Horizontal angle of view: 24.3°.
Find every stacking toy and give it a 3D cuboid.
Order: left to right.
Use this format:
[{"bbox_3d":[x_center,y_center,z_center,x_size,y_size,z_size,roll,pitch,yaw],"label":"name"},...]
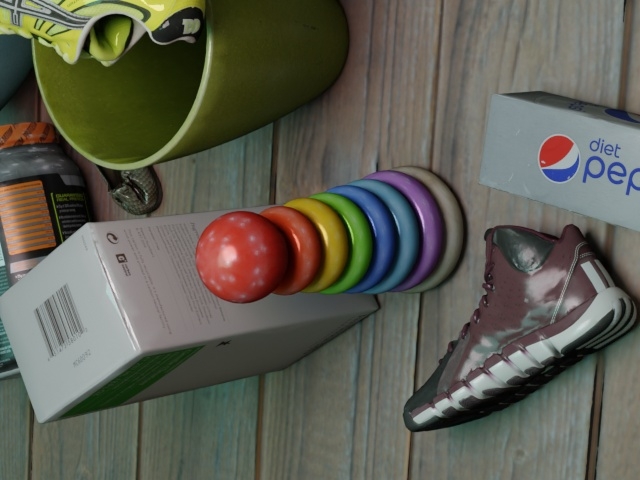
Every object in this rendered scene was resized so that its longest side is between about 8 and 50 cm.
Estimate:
[{"bbox_3d":[0.000,0.000,1.519,0.141,0.330,0.141,5,98,41],"label":"stacking toy"}]

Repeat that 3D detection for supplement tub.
[{"bbox_3d":[-0.388,0.015,1.947,0.194,0.194,0.315,-18,83,41],"label":"supplement tub"}]

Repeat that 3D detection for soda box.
[{"bbox_3d":[0.295,-0.069,1.415,0.286,0.091,0.098,19,108,38],"label":"soda box"}]

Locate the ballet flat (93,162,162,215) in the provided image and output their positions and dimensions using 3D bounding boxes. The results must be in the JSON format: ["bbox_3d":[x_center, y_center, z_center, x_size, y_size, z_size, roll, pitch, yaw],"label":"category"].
[{"bbox_3d":[-0.285,-0.139,1.923,0.084,0.058,0.249,-39,73,35],"label":"ballet flat"}]

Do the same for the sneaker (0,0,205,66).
[{"bbox_3d":[-0.264,-0.240,1.456,0.385,0.145,0.147,-5,91,43],"label":"sneaker"}]

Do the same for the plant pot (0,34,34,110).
[{"bbox_3d":[-0.465,-0.307,1.937,0.290,0.195,0.290,48,165,18],"label":"plant pot"}]

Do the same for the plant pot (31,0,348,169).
[{"bbox_3d":[-0.112,-0.219,1.615,0.275,0.294,0.274,5,98,41],"label":"plant pot"}]

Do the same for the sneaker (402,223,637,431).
[{"bbox_3d":[0.181,0.078,1.537,0.281,0.106,0.162,-34,68,27],"label":"sneaker"}]

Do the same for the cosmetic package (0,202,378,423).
[{"bbox_3d":[-0.139,0.068,1.624,0.197,0.366,0.155,-36,70,40],"label":"cosmetic package"}]
